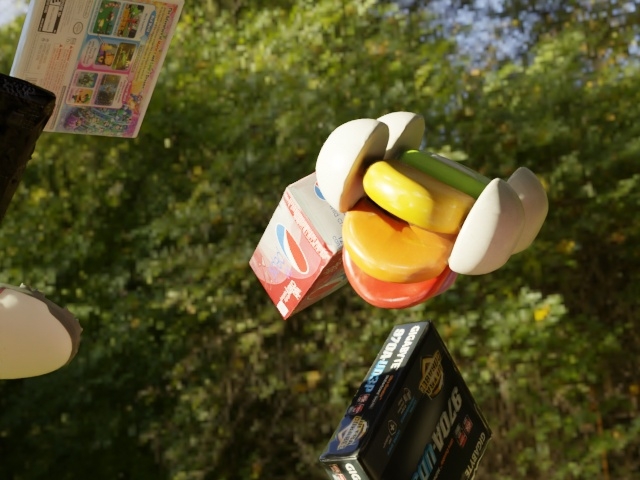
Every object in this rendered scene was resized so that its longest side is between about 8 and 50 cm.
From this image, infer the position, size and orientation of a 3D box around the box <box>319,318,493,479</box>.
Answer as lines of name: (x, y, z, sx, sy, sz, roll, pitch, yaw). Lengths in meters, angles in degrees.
box: (0.098, 0.219, 1.221, 0.051, 0.175, 0.220, -13, 27, 36)

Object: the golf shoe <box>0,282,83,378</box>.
golf shoe: (-0.354, 0.097, 1.029, 0.272, 0.120, 0.105, 7, -61, -15)

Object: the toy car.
toy car: (0.078, -0.013, 0.894, 0.159, 0.136, 0.182, 28, 20, 17)

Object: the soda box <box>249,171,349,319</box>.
soda box: (0.000, 0.000, 1.210, 0.092, 0.083, 0.263, -29, -9, -19)

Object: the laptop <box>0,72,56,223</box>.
laptop: (-0.328, -0.039, 0.698, 0.234, 0.137, 0.264, 17, -66, -32)

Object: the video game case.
video game case: (-0.216, -0.170, 1.077, 0.143, 0.019, 0.157, 1, -54, -38)
